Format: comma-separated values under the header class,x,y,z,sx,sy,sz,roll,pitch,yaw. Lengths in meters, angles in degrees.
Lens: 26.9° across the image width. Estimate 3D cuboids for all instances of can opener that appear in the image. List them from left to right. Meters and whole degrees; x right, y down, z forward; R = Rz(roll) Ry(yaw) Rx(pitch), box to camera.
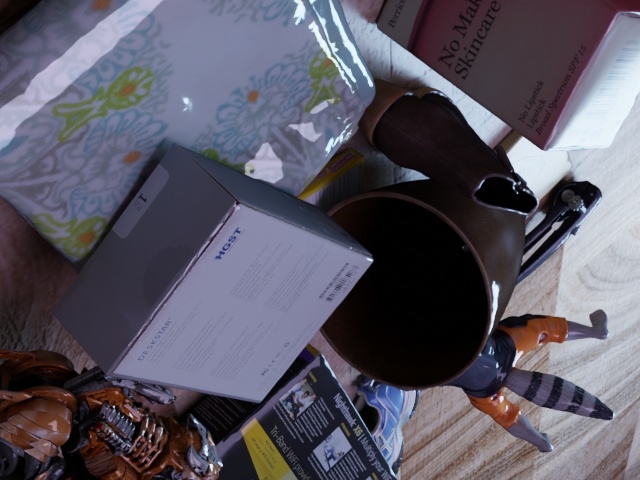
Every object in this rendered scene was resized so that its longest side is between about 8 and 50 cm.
class,x,y,z,sx,sy,sz,roll,pitch,yaw
can opener,0.314,-0.008,1.831,0.186,0.059,0.073,-49,151,-1

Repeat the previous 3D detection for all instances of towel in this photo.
class,x,y,z,sx,sy,sz,roll,pitch,yaw
towel,-0.115,-0.109,1.124,0.320,0.090,0.374,-45,150,-8

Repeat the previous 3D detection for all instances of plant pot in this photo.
class,x,y,z,sx,sy,sz,roll,pitch,yaw
plant pot,0.131,0.016,1.456,0.230,0.215,0.215,-33,150,-53

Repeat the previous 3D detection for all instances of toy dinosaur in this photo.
class,x,y,z,sx,sy,sz,roll,pitch,yaw
toy dinosaur,-0.250,0.159,1.160,0.218,0.322,0.164,-46,-169,30

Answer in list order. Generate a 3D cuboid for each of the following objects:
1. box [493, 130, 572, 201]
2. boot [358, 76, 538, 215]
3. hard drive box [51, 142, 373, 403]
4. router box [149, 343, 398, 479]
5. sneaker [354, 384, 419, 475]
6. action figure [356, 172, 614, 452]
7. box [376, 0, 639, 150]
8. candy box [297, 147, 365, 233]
class,x,y,z,sx,sy,sz,roll,pitch,yaw
box,0.235,-0.066,1.699,0.201,0.021,0.164,-45,150,-6
boot,0.140,-0.081,1.370,0.090,0.207,0.248,-56,149,12
hard drive box,-0.086,0.037,1.163,0.181,0.089,0.232,-52,150,9
router box,-0.050,0.289,1.577,0.243,0.081,0.308,-40,129,-15
sneaker,0.066,0.262,1.808,0.081,0.080,0.211,-13,125,-37
action figure,0.218,0.105,1.651,0.330,0.178,0.341,19,112,-26
box,0.193,-0.207,1.272,0.127,0.232,0.148,-8,130,-49
candy box,0.000,0.000,1.459,0.105,0.027,0.205,-35,148,-29
